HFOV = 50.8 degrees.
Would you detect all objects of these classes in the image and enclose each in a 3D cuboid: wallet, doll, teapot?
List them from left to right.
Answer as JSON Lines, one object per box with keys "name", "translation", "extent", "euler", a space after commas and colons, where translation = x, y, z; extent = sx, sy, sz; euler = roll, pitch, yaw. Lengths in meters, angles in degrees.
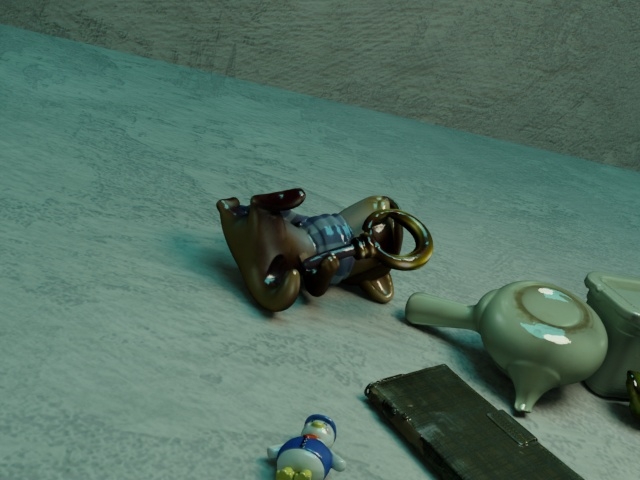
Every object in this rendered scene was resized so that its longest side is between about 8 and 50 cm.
{"name": "doll", "translation": [-0.012, 0.255, 0.818], "extent": [0.099, 0.057, 0.143], "euler": [6, 15, 16]}
{"name": "doll", "translation": [0.001, -0.004, 1.212], "extent": [0.340, 0.209, 0.318], "euler": [3, 29, -33]}
{"name": "wallet", "translation": [0.214, 0.283, 0.911], "extent": [0.169, 0.044, 0.317], "euler": [-7, 30, -34]}
{"name": "teapot", "translation": [0.326, 0.142, 1.161], "extent": [0.220, 0.149, 0.318], "euler": [-13, 37, -33]}

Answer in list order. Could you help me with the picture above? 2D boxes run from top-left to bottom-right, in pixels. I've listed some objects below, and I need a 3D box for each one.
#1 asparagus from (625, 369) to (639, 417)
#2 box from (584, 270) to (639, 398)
{"name": "asparagus", "translation": [0.648, 0.290, 1.122], "extent": [0.343, 0.085, 0.082], "euler": [17, 8, -12]}
{"name": "box", "translation": [0.603, 0.184, 1.202], "extent": [0.312, 0.182, 0.175], "euler": [9, 23, -16]}
